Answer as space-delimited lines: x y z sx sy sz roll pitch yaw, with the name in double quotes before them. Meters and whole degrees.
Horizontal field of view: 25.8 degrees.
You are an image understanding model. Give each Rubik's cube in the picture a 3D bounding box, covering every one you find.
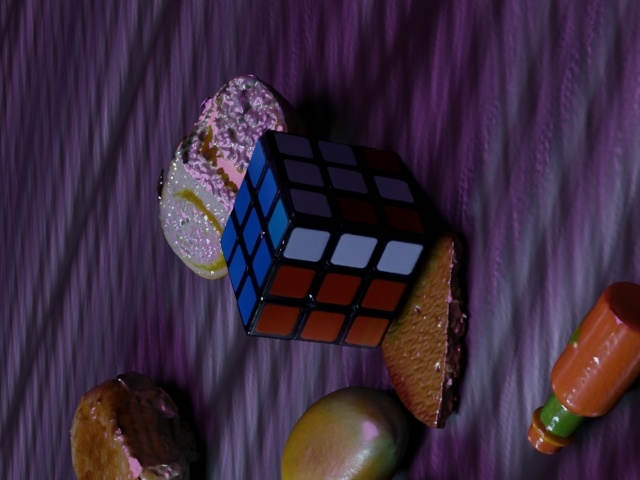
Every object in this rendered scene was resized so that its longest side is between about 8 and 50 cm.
"Rubik's cube" 0.000 0.000 1.470 0.162 0.163 0.160 -106 32 -50

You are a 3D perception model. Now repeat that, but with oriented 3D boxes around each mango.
"mango" 0.029 0.232 1.542 0.194 0.092 0.130 -35 62 48

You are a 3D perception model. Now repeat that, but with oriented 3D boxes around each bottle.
"bottle" 0.239 0.121 1.237 0.069 0.069 0.187 58 136 35

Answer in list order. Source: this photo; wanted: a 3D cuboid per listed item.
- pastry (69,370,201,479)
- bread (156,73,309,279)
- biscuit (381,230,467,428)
"pastry" -0.261 0.315 1.965 0.257 0.120 0.236 59 142 31
"bread" -0.080 -0.074 1.631 0.158 0.156 0.261 45 146 14
"biscuit" 0.107 0.086 1.468 0.126 0.025 0.206 17 106 54
